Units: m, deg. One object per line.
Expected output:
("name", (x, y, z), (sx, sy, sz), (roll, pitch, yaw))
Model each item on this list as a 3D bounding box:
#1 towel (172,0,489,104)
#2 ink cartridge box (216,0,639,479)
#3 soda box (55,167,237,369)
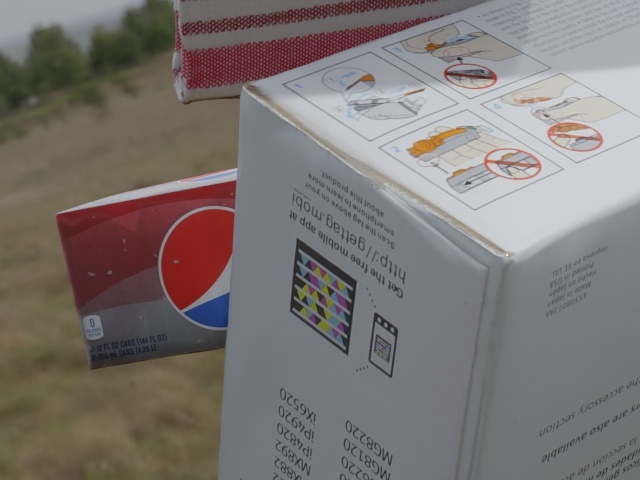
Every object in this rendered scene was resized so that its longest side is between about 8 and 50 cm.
("towel", (0.013, -0.142, 0.675), (0.144, 0.197, 0.029), (-9, 41, -11))
("ink cartridge box", (0.116, 0.039, 0.732), (0.309, 0.272, 0.130), (-22, 43, -36))
("soda box", (0.000, 0.000, 0.985), (0.263, 0.092, 0.083), (-10, 5, 17))
